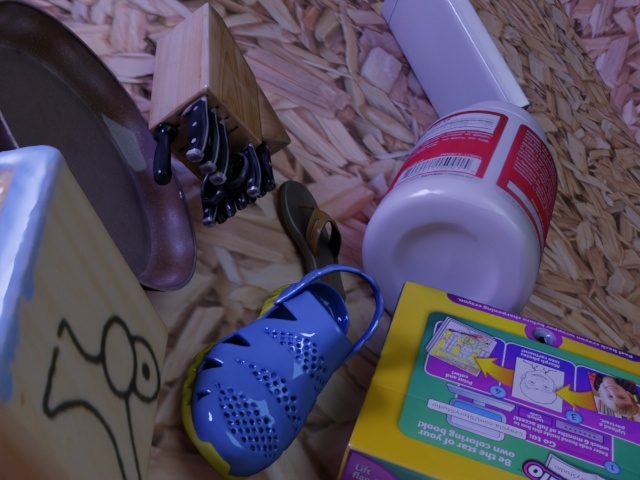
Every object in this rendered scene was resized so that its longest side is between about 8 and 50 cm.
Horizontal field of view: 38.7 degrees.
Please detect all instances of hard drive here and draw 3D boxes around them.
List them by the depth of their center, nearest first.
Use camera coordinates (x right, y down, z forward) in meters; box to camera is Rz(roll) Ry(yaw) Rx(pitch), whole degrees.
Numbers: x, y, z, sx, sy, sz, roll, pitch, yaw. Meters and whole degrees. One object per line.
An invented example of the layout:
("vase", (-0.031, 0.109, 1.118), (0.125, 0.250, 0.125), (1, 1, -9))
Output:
("hard drive", (0.224, -0.326, 1.595), (0.047, 0.233, 0.353), (-23, 76, -17))

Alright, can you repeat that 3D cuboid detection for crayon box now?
("crayon box", (0.226, 0.219, 1.022), (0.362, 0.106, 0.313), (18, 34, 7))

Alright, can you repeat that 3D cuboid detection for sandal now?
("sandal", (-0.029, 0.113, 0.927), (0.126, 0.138, 0.317), (50, 34, -10))
("sandal", (0.000, 0.000, 1.146), (0.072, 0.049, 0.180), (9, 54, -49))

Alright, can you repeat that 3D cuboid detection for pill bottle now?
("pill bottle", (0.219, -0.055, 1.313), (0.229, 0.229, 0.408), (49, 33, -9))

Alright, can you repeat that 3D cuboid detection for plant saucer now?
("plant saucer", (-0.224, -0.081, 0.859), (0.311, 0.050, 0.311), (55, 15, -23))

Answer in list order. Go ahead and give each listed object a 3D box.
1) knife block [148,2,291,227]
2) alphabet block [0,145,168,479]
("knife block", (-0.139, -0.150, 1.016), (0.276, 0.088, 0.242), (61, 18, 9))
("alphabet block", (-0.226, 0.084, 0.578), (0.197, 0.193, 0.193), (71, 16, -45))
